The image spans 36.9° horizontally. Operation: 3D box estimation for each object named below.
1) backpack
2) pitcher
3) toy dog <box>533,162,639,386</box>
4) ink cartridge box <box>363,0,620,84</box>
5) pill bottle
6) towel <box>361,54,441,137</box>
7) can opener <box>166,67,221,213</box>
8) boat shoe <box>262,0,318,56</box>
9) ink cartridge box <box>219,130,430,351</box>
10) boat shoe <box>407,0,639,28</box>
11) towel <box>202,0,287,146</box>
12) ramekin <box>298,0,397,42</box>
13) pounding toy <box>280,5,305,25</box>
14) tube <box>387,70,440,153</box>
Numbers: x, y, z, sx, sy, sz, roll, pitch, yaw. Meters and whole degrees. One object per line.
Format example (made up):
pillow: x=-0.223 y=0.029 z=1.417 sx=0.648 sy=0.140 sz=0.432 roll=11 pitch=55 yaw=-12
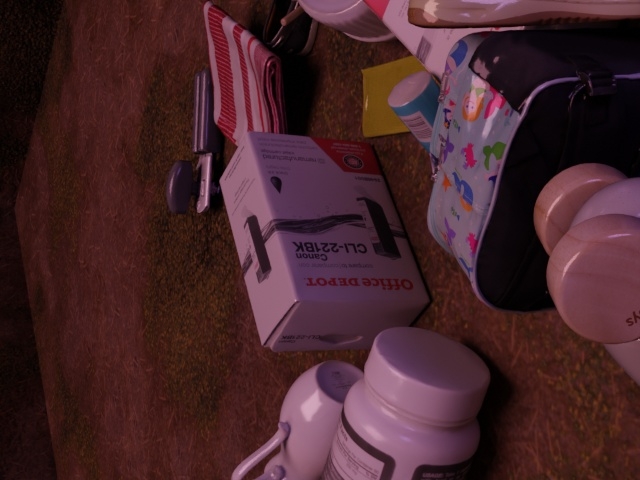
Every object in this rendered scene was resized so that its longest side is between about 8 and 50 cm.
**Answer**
backpack: x=0.209 y=-0.065 z=0.862 sx=0.191 sy=0.225 sz=0.253 roll=-127 pitch=35 yaw=-51
pitcher: x=-0.023 y=0.267 z=1.304 sx=0.125 sy=0.178 sz=0.207 roll=52 pitch=134 yaw=35
toy dog: x=0.292 y=0.056 z=0.694 sx=0.161 sy=0.334 sz=0.220 roll=-35 pitch=38 yaw=19
ink cartridge box: x=0.183 y=-0.272 z=1.013 sx=0.207 sy=0.117 sz=0.283 roll=-62 pitch=37 yaw=27
pill bottle: x=0.091 y=0.254 z=1.115 sx=0.161 sy=0.161 sz=0.283 roll=47 pitch=128 yaw=52
towel: x=0.118 y=-0.191 z=1.245 sx=0.237 sy=0.021 sz=0.102 roll=2 pitch=89 yaw=62
can opener: x=-0.230 y=-0.187 z=1.818 sx=0.074 sy=0.093 sz=0.280 roll=2 pitch=85 yaw=62
boat shoe: x=-0.038 y=-0.407 z=1.489 sx=0.084 sy=0.079 sz=0.233 roll=32 pitch=114 yaw=60
ink cartridge box: x=0.000 y=0.000 z=1.261 sx=0.114 sy=0.197 sz=0.273 roll=-55 pitch=43 yaw=45
boat shoe: x=0.215 y=-0.227 z=0.801 sx=0.104 sy=0.285 sz=0.089 roll=-118 pitch=24 yaw=-77
towel: x=-0.131 y=-0.249 z=1.610 sx=0.329 sy=0.037 sz=0.237 roll=-131 pitch=31 yaw=-52
ramekin: x=0.051 y=-0.361 z=1.220 sx=0.207 sy=0.109 sz=0.207 roll=3 pitch=94 yaw=41
pounding toy: x=-0.012 y=-0.369 z=1.381 sx=0.141 sy=0.130 sz=0.100 roll=49 pitch=130 yaw=51
tube: x=0.149 y=-0.089 z=1.031 sx=0.052 sy=0.207 sz=0.080 roll=-44 pitch=30 yaw=-4
